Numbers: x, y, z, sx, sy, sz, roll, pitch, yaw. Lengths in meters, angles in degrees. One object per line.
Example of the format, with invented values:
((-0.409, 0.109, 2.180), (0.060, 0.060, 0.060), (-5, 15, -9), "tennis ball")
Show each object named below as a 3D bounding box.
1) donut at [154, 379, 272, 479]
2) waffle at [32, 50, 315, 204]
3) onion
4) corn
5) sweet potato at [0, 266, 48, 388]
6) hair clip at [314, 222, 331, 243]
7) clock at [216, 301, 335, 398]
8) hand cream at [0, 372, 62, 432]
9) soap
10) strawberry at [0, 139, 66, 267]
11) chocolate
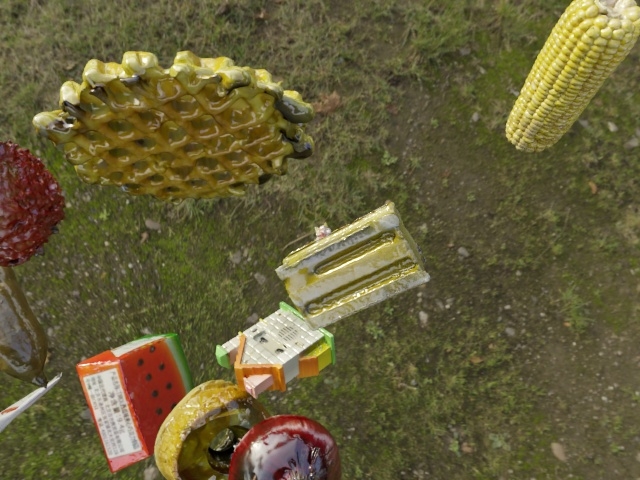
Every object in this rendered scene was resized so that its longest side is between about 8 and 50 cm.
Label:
((-0.265, 0.537, 1.401), (0.330, 0.160, 0.329), (0, 90, -43), "donut")
((-0.162, -0.127, 0.649), (0.329, 0.329, 0.062), (-4, 69, -16), "waffle")
((-0.091, 0.534, 1.208), (0.273, 0.285, 0.273), (1, 88, -26), "onion")
((0.329, -0.219, 0.700), (0.093, 0.244, 0.093), (2, 65, -4), "corn")
((-0.785, 0.208, 1.295), (0.158, 0.158, 0.369), (-30, 76, -22), "sweet potato")
((0.006, -0.003, 1.627), (0.056, 0.214, 0.062), (-24, 112, 13), "hair clip")
((-0.126, 0.309, 1.416), (0.255, 0.106, 0.220), (-29, 40, -33), "clock")
((-0.895, 0.498, 1.499), (0.076, 0.121, 0.336), (59, 28, -8), "hand cream")
((0.054, 0.047, 0.882), (0.233, 0.076, 0.135), (-27, 100, 20), "soap")
((-0.379, -0.028, 0.636), (0.192, 0.140, 0.085), (-39, 67, 20), "strawberry")
((-0.561, 0.502, 1.684), (0.162, 0.341, 0.360), (-19, 89, 21), "chocolate")
